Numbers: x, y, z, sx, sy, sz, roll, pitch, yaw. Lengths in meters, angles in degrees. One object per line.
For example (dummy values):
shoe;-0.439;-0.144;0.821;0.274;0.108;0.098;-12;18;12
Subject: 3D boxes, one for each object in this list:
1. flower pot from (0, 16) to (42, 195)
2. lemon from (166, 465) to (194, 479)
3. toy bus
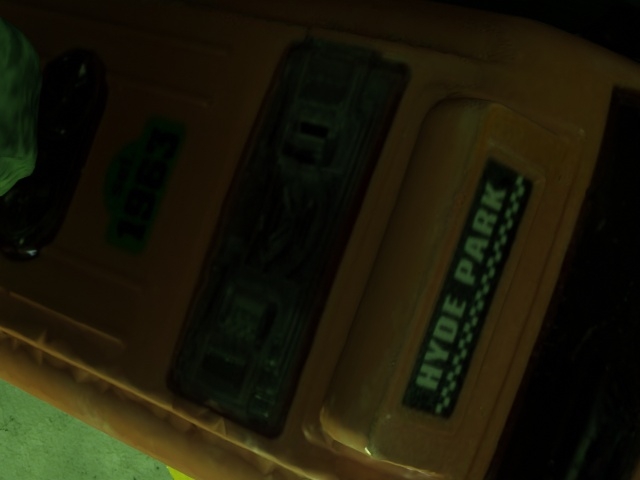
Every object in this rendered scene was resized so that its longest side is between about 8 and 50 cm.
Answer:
flower pot;-0.233;-0.009;0.433;0.299;0.283;0.299;2;179;0
lemon;0.056;0.075;0.920;0.336;0.336;0.336;15;180;0
toy bus;-0.030;-0.006;0.590;0.427;0.203;0.233;18;177;42
